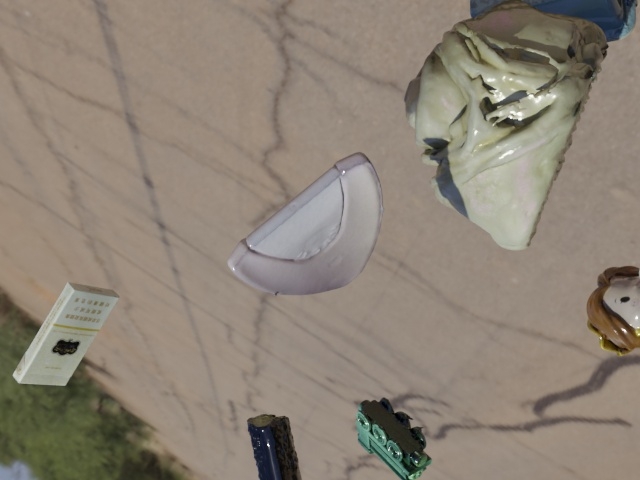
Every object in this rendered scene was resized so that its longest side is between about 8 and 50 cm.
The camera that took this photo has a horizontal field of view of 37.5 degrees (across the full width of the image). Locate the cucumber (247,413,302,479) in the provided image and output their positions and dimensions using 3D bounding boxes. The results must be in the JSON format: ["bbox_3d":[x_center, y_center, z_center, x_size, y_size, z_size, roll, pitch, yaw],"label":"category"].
[{"bbox_3d":[-0.032,0.233,0.840,0.039,0.043,0.163,-84,-18,-79],"label":"cucumber"}]

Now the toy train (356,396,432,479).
[{"bbox_3d":[0.124,0.345,1.623,0.170,0.071,0.111,39,146,46],"label":"toy train"}]

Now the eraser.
[{"bbox_3d":[-0.001,-0.001,1.190,0.059,0.204,0.243,50,179,25],"label":"eraser"}]

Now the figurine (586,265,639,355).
[{"bbox_3d":[0.533,0.108,1.480,0.263,0.142,0.189,-14,121,48],"label":"figurine"}]

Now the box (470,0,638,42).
[{"bbox_3d":[0.311,-0.347,1.298,0.227,0.162,0.130,-7,158,27],"label":"box"}]

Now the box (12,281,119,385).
[{"bbox_3d":[-0.370,0.139,1.376,0.024,0.167,0.090,41,-167,33],"label":"box"}]

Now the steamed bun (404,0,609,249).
[{"bbox_3d":[0.203,-0.146,1.133,0.207,0.268,0.280,21,137,15],"label":"steamed bun"}]
